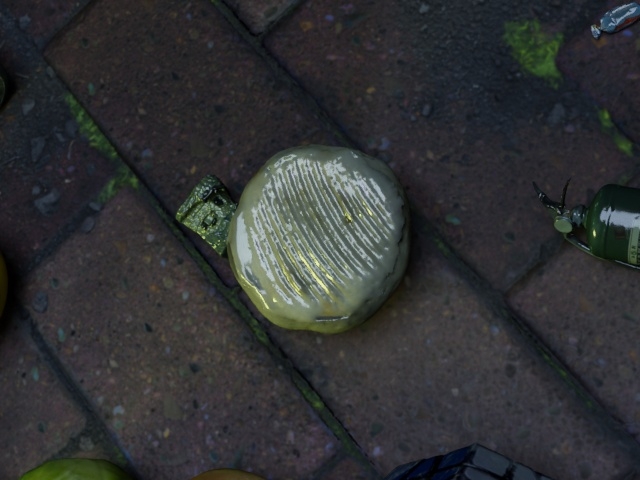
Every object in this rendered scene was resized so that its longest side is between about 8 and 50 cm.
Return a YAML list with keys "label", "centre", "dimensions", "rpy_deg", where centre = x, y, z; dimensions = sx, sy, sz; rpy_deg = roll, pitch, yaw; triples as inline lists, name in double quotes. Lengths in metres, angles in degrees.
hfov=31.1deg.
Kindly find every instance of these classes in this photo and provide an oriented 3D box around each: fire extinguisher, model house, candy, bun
- label: "fire extinguisher"
  centre: [0.387, -0.009, 1.322]
  dimensions: [0.295, 0.118, 0.093]
  rpy_deg: [12, 46, 21]
- label: "model house"
  centre: [-0.134, -0.031, 1.515]
  dimensions: [0.083, 0.066, 0.078]
  rpy_deg: [41, 94, 21]
- label: "candy"
  centre: [0.374, -0.280, 1.428]
  dimensions: [0.083, 0.020, 0.030]
  rpy_deg: [-24, 71, 14]
- label: "bun"
  centre: [0.000, 0.000, 1.424]
  dimensions: [0.239, 0.141, 0.239]
  rpy_deg: [-2, 81, 13]

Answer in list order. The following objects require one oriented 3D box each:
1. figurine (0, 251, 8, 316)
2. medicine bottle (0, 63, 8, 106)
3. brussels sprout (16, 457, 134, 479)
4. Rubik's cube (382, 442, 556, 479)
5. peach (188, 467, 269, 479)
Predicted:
- label: "figurine"
  centre: [-0.594, 0.067, 1.596]
  dimensions: [0.344, 0.187, 0.215]
  rpy_deg: [4, 66, 26]
- label: "medicine bottle"
  centre: [-0.594, -0.293, 1.693]
  dimensions: [0.141, 0.141, 0.293]
  rpy_deg: [-46, 67, 4]
- label: "brussels sprout"
  centre: [-0.310, 0.371, 1.428]
  dimensions: [0.223, 0.161, 0.223]
  rpy_deg: [-2, 77, 10]
- label: "Rubik's cube"
  centre: [0.154, 0.376, 1.215]
  dimensions: [0.319, 0.319, 0.264]
  rpy_deg: [-33, 96, 9]
- label: "peach"
  centre: [-0.114, 0.360, 1.359]
  dimensions: [0.184, 0.184, 0.184]
  rpy_deg: [-4, 76, 18]
